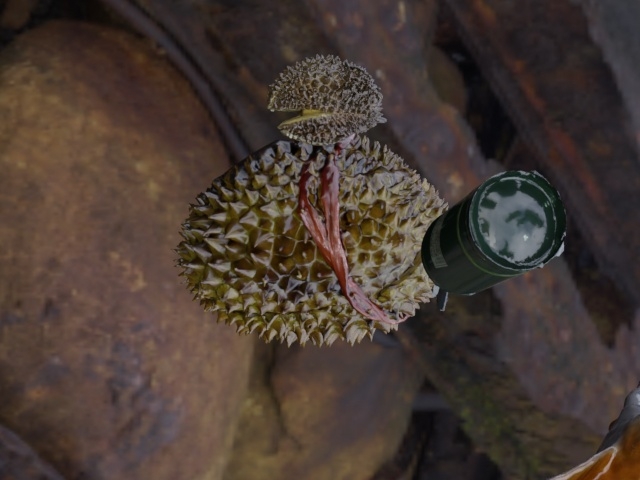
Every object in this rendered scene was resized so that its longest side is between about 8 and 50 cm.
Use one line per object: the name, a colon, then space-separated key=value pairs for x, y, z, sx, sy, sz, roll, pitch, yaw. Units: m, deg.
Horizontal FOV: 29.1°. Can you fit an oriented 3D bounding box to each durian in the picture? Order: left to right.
durian: x=-0.001 y=0.000 z=1.722 sx=0.347 sy=0.384 sz=0.347 roll=8 pitch=90 yaw=-75
durian: x=0.018 y=-0.149 z=1.278 sx=0.140 sy=0.071 sz=0.110 roll=7 pitch=58 yaw=-27

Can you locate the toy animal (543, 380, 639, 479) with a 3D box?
toy animal: x=0.193 y=0.120 z=0.738 sx=0.284 sy=0.225 sz=0.302 roll=-59 pitch=170 yaw=19

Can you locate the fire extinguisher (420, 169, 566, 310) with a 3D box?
fire extinguisher: x=0.155 y=0.003 z=1.203 sx=0.294 sy=0.093 sz=0.118 roll=129 pitch=-20 yaw=-79
